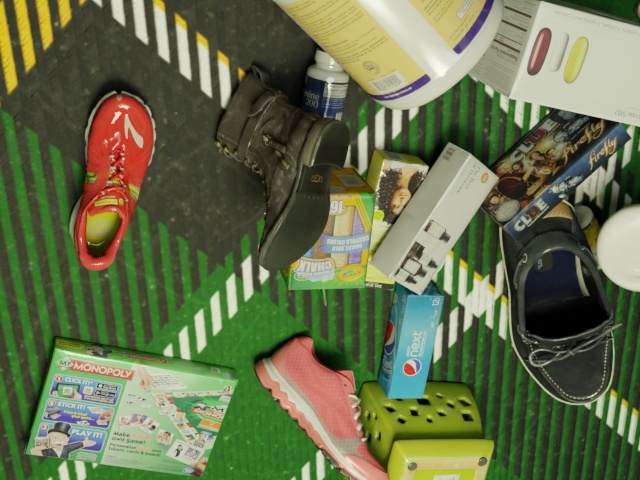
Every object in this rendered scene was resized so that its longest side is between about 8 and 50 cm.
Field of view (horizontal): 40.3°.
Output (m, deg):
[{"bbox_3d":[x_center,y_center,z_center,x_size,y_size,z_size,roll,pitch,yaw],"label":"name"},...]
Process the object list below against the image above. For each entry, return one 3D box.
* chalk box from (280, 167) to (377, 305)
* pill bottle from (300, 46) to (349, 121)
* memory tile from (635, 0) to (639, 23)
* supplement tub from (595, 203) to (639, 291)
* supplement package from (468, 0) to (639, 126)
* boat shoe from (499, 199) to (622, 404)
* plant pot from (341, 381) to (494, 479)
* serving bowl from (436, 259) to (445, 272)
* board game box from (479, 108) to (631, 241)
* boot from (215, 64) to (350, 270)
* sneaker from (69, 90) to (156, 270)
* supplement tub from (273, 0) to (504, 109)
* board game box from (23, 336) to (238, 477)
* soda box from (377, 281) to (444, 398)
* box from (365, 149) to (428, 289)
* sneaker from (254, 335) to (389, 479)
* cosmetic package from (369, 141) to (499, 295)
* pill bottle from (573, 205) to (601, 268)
[{"bbox_3d":[0.000,0.000,1.420,0.132,0.132,0.213,0,113,-16],"label":"chalk box"},{"bbox_3d":[0.007,-0.234,1.350,0.067,0.067,0.120,4,113,-17],"label":"pill bottle"},{"bbox_3d":[0.598,-0.404,1.471,0.148,0.012,0.113,-16,117,-8],"label":"memory tile"},{"bbox_3d":[0.557,0.010,1.493,0.144,0.144,0.199,-60,159,14],"label":"supplement tub"},{"bbox_3d":[0.381,-0.289,1.353,0.261,0.204,0.145,7,112,-19],"label":"supplement package"},{"bbox_3d":[0.435,0.142,1.572,0.186,0.156,0.500,-17,126,7],"label":"boat shoe"},{"bbox_3d":[0.187,0.410,1.621,0.227,0.207,0.228,4,112,-17],"label":"plant pot"},{"bbox_3d":[0.177,0.027,1.541,0.083,0.027,0.083,-6,115,-14],"label":"serving bowl"},{"bbox_3d":[0.370,-0.124,1.450,0.243,0.165,0.042,-43,118,5],"label":"board game box"},{"bbox_3d":[-0.080,-0.110,1.303,0.091,0.229,0.263,14,103,-50],"label":"boot"},{"bbox_3d":[-0.306,-0.081,1.302,0.107,0.118,0.279,8,112,-20],"label":"sneaker"},{"bbox_3d":[0.069,-0.369,1.207,0.241,0.241,0.331,-46,117,8],"label":"supplement tub"},{"bbox_3d":[-0.326,0.295,1.512,0.317,0.046,0.214,14,109,-21],"label":"board game box"},{"bbox_3d":[0.162,0.180,1.583,0.071,0.067,0.210,2,111,-17],"label":"soda box"},{"bbox_3d":[0.106,-0.032,1.477,0.087,0.058,0.232,6,113,-19],"label":"box"},{"bbox_3d":[0.028,0.295,1.512,0.136,0.116,0.314,-42,81,-6],"label":"sneaker"},{"bbox_3d":[0.190,-0.033,1.445,0.099,0.060,0.239,29,96,-46],"label":"cosmetic package"},{"bbox_3d":[0.487,-0.003,1.595,0.065,0.065,0.116,-36,119,3],"label":"pill bottle"}]
